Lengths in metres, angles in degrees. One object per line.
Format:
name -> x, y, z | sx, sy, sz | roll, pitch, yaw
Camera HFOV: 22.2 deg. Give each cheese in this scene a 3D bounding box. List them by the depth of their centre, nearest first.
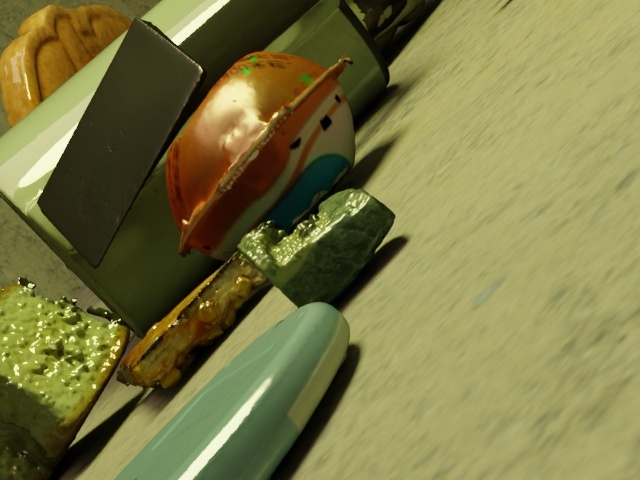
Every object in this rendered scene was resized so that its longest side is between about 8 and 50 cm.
cheese -> -0.047, -0.069, 1.397 | 0.217, 0.129, 0.329 | -49, -2, -1

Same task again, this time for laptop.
laptop -> -0.171, -0.085, 1.403 | 0.197, 0.016, 0.135 | -59, 41, 11

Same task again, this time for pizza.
pizza -> -0.108, 0.076, 1.276 | 0.178, 0.041, 0.131 | -43, 6, 18

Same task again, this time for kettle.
kettle -> -0.129, -0.124, 1.598 | 0.376, 0.250, 0.361 | -44, -7, -9

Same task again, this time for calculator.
calculator -> -0.083, 0.139, 0.816 | 0.303, 0.042, 0.188 | -48, 8, -39

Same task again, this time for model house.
model house -> 0.000, 0.000, 1.003 | 0.083, 0.066, 0.079 | -45, 9, -3

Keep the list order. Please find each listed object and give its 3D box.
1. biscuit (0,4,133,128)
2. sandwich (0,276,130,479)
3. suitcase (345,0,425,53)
biscuit -> -0.246, -0.125, 1.958 | 0.078, 0.350, 0.455 | -26, 16, 19
sandwich -> -0.266, 0.150, 1.410 | 0.236, 0.122, 0.128 | -58, 1, 44
suitcase -> -0.011, -0.271, 2.014 | 0.351, 0.194, 0.339 | -35, 6, 41
